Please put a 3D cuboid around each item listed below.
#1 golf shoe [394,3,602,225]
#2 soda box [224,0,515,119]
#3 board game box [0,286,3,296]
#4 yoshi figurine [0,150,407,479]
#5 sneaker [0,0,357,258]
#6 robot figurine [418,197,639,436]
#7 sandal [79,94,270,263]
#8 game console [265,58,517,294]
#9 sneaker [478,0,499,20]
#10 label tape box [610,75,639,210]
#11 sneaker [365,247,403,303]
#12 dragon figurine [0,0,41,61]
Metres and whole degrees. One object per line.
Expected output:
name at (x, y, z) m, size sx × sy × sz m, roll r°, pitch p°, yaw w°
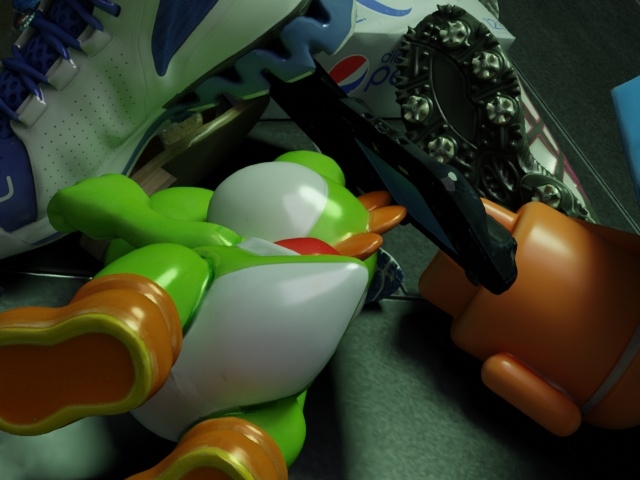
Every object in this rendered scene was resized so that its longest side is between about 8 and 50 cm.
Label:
golf shoe at (0.152, -0.069, 1.298) m, size 0.273 × 0.105 × 0.120 m, roll 64°, pitch 19°, yaw 14°
soda box at (0.035, -0.172, 1.364) m, size 0.286 × 0.098 × 0.091 m, roll -5°, pitch 46°, yaw -42°
board game box at (-0.322, 0.016, 0.860) m, size 0.243 × 0.042 × 0.165 m, roll 31°, pitch 32°, yaw 1°
yoshi figurine at (-0.079, 0.052, 0.892) m, size 0.203 × 0.204 × 0.362 m, roll 18°, pitch 24°, yaw 8°
sneaker at (-0.139, -0.144, 0.970) m, size 0.315 × 0.182 × 0.127 m, roll -34°, pitch 44°, yaw -10°
robot figurine at (0.185, 0.054, 1.139) m, size 0.219 × 0.128 × 0.158 m, roll 31°, pitch 19°, yaw 1°
sandal at (-0.119, -0.073, 1.109) m, size 0.079 × 0.088 × 0.240 m, roll 38°, pitch 37°, yaw 2°
game console at (0.027, -0.071, 1.084) m, size 0.213 × 0.044 × 0.361 m, roll 46°, pitch 0°, yaw -29°
sneaker at (0.046, -0.297, 1.557) m, size 0.293 × 0.102 × 0.146 m, roll 31°, pitch 27°, yaw -8°
label tape box at (0.343, 0.058, 1.126) m, size 0.348 × 0.115 × 0.249 m, roll 53°, pitch 21°, yaw -29°
sneaker at (0.000, 0.000, 1.140) m, size 0.135 × 0.052 × 0.058 m, roll 22°, pitch 28°, yaw -14°
dragon figurine at (-0.180, -0.177, 1.149) m, size 0.085 × 0.144 × 0.289 m, roll 37°, pitch 32°, yaw 11°
